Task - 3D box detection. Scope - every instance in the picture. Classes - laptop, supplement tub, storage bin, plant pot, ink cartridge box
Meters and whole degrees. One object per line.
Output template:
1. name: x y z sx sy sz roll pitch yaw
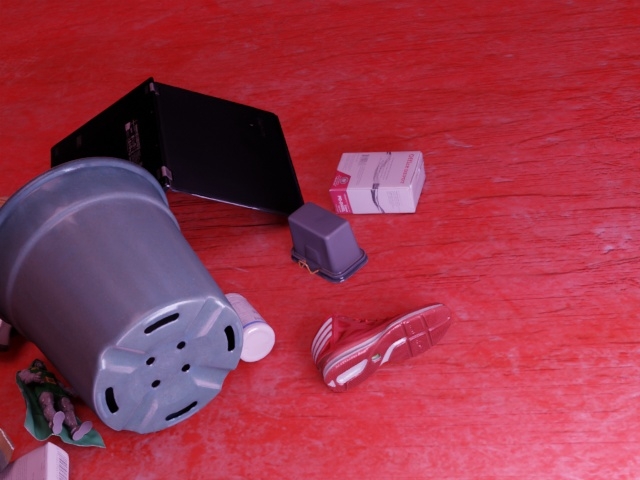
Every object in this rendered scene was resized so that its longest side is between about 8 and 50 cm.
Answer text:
1. laptop: -0.283 -0.112 2.152 0.408 0.236 0.382 -32 37 12
2. supplement tub: -0.126 0.139 1.813 0.071 0.071 0.107 -30 40 -15
3. storage bin: 0.000 0.000 1.916 0.098 0.091 0.135 -38 43 -24
4. plant pot: -0.309 0.100 1.751 0.341 0.341 0.334 -31 49 -16
5. ink cartridge box: -0.470 0.417 1.646 0.225 0.056 0.181 -31 37 13
6. ink cartridge box: 0.105 -0.104 2.021 0.151 0.063 0.109 0 42 20

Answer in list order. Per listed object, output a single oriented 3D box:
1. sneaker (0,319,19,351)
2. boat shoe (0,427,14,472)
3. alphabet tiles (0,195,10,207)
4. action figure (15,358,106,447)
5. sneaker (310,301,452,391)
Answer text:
1. sneaker: -0.520 0.101 2.003 0.108 0.100 0.271 32 46 5
2. boat shoe: -0.607 0.307 1.740 0.324 0.122 0.120 -7 30 25
3. alphabet tiles: -0.715 -0.040 2.193 0.278 0.021 0.284 9 23 21
4. action figure: -0.426 0.245 1.777 0.063 0.137 0.232 -60 34 3
5. sneaker: 0.082 0.131 1.736 0.221 0.087 0.128 -25 41 -11
